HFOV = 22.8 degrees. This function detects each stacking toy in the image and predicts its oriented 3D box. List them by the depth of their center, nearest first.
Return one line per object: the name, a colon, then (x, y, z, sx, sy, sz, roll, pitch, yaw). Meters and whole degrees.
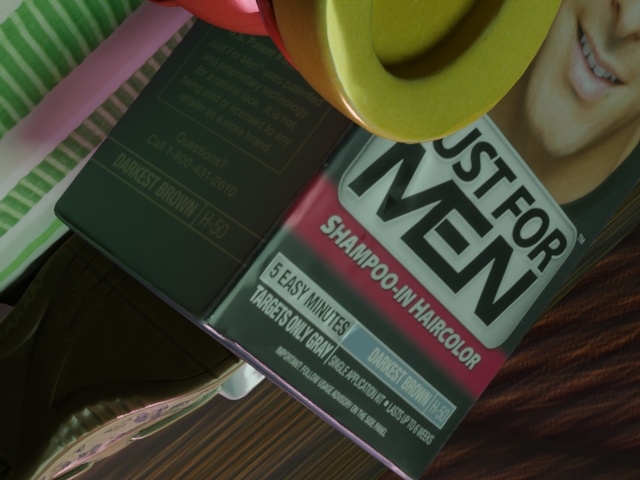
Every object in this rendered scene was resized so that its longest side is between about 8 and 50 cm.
stacking toy: (0.011, -0.220, 0.469, 0.309, 0.130, 0.279, -58, 141, -9)

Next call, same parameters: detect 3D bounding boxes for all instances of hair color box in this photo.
hair color box: (0.077, -0.098, 0.705, 0.374, 0.114, 0.185, -53, 139, -5)

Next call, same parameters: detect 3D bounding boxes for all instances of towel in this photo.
towel: (-0.114, -0.070, 0.692, 0.248, 0.038, 0.325, -44, 168, 5)

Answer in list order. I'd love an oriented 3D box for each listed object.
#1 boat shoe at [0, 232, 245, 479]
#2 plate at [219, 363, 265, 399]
boat shoe: (-0.116, 0.059, 0.829, 0.285, 0.104, 0.089, -33, 173, 2)
plate: (0.000, 0.000, 1.172, 0.278, 0.045, 0.277, -44, 166, -1)
